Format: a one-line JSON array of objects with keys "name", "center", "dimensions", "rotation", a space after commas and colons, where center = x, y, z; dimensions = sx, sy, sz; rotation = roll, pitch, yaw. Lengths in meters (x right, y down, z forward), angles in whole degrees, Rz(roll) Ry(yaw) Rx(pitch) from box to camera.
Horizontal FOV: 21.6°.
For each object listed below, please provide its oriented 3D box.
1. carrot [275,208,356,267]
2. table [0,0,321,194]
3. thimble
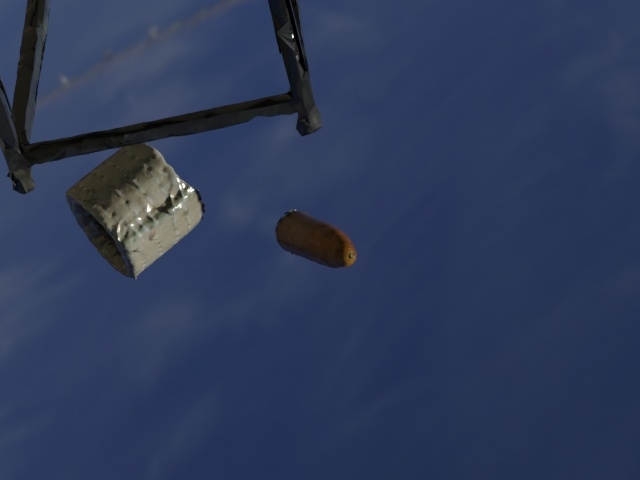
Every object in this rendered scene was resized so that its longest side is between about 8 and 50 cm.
[{"name": "carrot", "center": [0.000, 0.000, 1.680], "dimensions": [0.048, 0.048, 0.139], "rotation": [-44, -158, -11]}, {"name": "table", "center": [-0.142, -0.250, 1.193], "dimensions": [0.222, 0.272, 0.335], "rotation": [-12, -145, 4]}, {"name": "thimble", "center": [-0.168, -0.030, 1.519], "dimensions": [0.090, 0.102, 0.115], "rotation": [-40, -167, -16]}]
